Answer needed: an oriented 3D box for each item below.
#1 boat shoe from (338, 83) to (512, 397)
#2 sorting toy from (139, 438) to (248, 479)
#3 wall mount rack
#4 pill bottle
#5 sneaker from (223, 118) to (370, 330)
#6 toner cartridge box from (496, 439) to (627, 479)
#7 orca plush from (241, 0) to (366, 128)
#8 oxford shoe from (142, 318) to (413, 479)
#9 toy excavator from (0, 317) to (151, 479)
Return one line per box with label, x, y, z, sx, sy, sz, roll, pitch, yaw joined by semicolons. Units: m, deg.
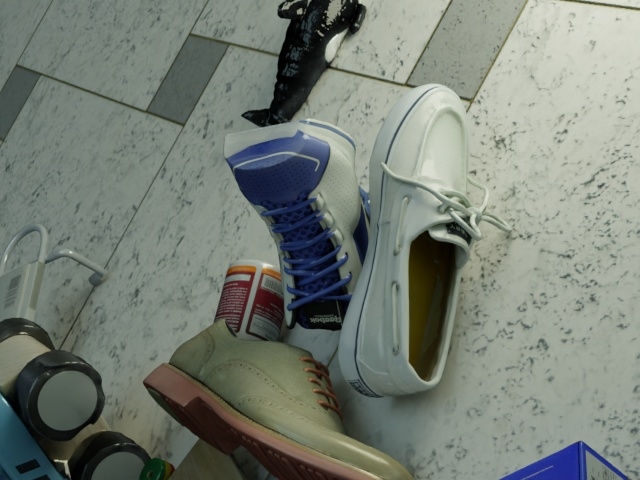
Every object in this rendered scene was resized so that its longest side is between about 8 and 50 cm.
boat shoe;0.128;-0.008;1.612;0.156;0.136;0.367;-7;62;51
sorting toy;-0.131;0.319;1.773;0.132;0.046;0.274;-54;33;8
wall mount rack;-0.474;0.161;2.286;0.304;0.130;0.350;-23;47;37
pill bottle;-0.093;0.107;1.853;0.086;0.086;0.152;-15;53;47
sneaker;0.000;0.000;1.673;0.127;0.315;0.182;-11;65;15
toner cartridge box;0.130;0.332;1.374;0.348;0.075;0.165;-33;31;34
orca plush;-0.037;-0.298;2.084;0.287;0.102;0.151;-56;33;4
oxford shoe;-0.034;0.186;1.645;0.397;0.140;0.146;24;66;39
toy excavator;-0.438;0.387;1.931;0.445;0.433;0.222;-37;29;-18
